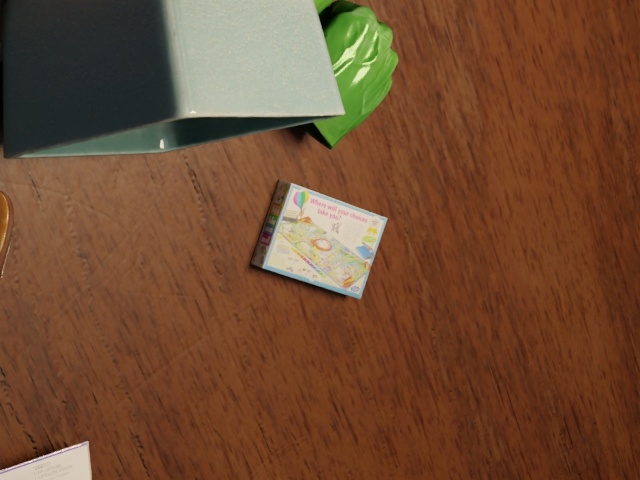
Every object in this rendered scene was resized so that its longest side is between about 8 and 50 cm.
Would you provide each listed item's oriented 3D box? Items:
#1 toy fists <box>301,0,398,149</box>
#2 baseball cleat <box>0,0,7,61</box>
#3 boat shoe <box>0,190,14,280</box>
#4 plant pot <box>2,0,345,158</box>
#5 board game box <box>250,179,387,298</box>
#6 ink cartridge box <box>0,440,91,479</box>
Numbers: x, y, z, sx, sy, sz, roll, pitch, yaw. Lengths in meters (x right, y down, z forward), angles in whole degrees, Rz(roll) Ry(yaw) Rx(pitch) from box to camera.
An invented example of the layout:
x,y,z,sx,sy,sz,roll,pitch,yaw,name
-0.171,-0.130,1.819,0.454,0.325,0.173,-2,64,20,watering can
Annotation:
x,y,z,sx,sy,sz,roll,pitch,yaw,name
-0.017,-0.235,1.929,0.142,0.096,0.279,-45,126,-7,toy fists
-0.372,-0.164,1.701,0.109,0.072,0.206,40,67,-31,baseball cleat
-0.361,0.044,1.762,0.207,0.073,0.073,-66,166,0,boat shoe
-0.159,-0.223,1.711,0.247,0.248,0.252,-7,88,-53,plant pot
0.000,0.000,2.043,0.154,0.026,0.103,19,90,-39,board game box
-0.332,0.331,1.866,0.206,0.045,0.208,-16,112,-33,ink cartridge box
